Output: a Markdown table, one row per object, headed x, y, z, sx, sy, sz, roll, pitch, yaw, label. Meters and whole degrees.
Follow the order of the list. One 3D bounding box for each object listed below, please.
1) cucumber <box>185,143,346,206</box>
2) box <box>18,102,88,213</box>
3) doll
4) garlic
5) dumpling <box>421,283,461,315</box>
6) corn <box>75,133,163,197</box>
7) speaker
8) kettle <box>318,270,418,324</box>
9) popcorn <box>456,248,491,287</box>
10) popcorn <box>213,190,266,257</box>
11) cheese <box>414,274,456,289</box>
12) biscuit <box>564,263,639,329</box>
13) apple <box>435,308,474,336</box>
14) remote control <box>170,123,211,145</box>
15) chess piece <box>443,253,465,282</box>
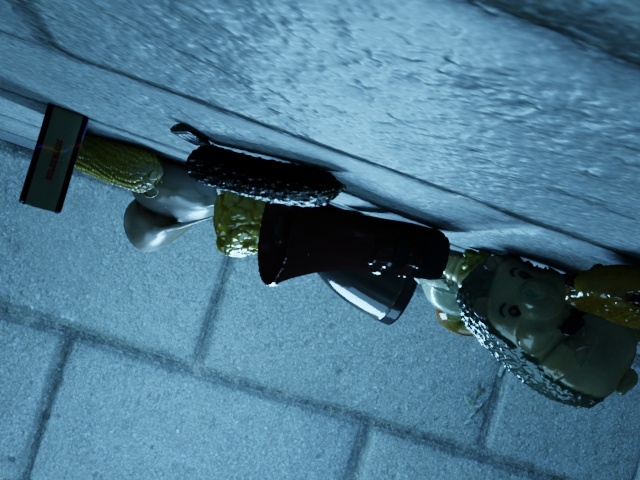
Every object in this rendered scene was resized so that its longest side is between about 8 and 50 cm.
| x | y | z | sx | sy | sz | roll | pitch | yaw | label |
| --- | --- | --- | --- | --- | --- | --- | --- | --- | --- |
| -0.085 | -0.097 | 1.377 | 0.300 | 0.072 | 0.072 | 16 | 176 | 35 | cucumber |
| -0.545 | -0.159 | 1.801 | 0.084 | 0.198 | 0.310 | 16 | 177 | -17 | box |
| 0.421 | 0.155 | 1.617 | 0.349 | 0.247 | 0.247 | 29 | 176 | -3 | doll |
| -0.348 | -0.064 | 2.085 | 0.245 | 0.232 | 0.340 | 23 | -179 | -26 | garlic |
| 0.341 | 0.120 | 2.206 | 0.250 | 0.132 | 0.162 | 20 | 180 | -36 | dumpling |
| -0.466 | -0.177 | 1.978 | 0.293 | 0.106 | 0.106 | 21 | 179 | 35 | corn |
| 0.042 | 0.009 | 1.621 | 0.329 | 0.198 | 0.259 | 10 | 168 | -26 | speaker |
| 0.106 | 0.071 | 2.355 | 0.271 | 0.207 | 0.251 | 25 | -161 | -9 | kettle |
| 0.312 | 0.064 | 1.745 | 0.097 | 0.109 | 0.089 | -24 | 108 | 38 | popcorn |
| -0.161 | -0.046 | 1.889 | 0.163 | 0.140 | 0.194 | 28 | 139 | -32 | popcorn |
| 0.244 | 0.060 | 2.066 | 0.171 | 0.092 | 0.048 | 18 | 150 | 29 | cheese |
| 0.491 | 0.088 | 1.236 | 0.295 | 0.075 | 0.296 | 17 | 172 | 2 | biscuit |
| 0.416 | 0.180 | 2.465 | 0.195 | 0.173 | 0.160 | 23 | 174 | -12 | apple |
| -0.200 | -0.163 | 1.370 | 0.034 | 0.016 | 0.091 | 1 | 172 | 17 | remote control |
| 0.268 | 0.046 | 1.988 | 0.122 | 0.066 | 0.066 | 22 | 178 | 20 | chess piece |
